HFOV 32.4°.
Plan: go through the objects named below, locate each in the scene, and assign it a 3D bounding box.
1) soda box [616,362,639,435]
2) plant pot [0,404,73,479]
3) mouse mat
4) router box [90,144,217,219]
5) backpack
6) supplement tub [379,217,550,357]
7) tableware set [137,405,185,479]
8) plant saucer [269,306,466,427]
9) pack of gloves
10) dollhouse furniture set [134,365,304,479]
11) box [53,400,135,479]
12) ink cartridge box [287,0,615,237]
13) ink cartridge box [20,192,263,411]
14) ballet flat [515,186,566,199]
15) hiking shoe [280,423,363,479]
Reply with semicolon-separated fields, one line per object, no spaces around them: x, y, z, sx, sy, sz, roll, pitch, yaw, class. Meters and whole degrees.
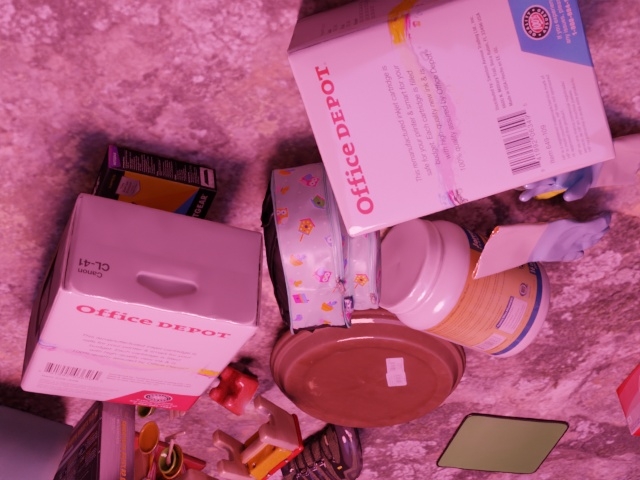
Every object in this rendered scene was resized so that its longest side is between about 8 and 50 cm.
0.554;0.189;1.650;0.083;0.092;0.263;11;132;-18;soda box
-0.509;0.346;1.513;0.235;0.293;0.293;25;128;-9;plant pot
0.300;0.339;1.822;0.189;0.007;0.153;9;133;-16;mouse mat
-0.217;-0.026;1.339;0.133;0.046;0.179;12;133;-21;router box
0.000;0.000;1.313;0.144;0.166;0.188;-10;137;7;backpack
0.180;0.059;1.419;0.199;0.144;0.144;21;128;-28;supplement tub
-0.233;0.284;1.566;0.104;0.154;0.024;-25;146;37;tableware set
0.066;0.187;1.545;0.277;0.041;0.278;0;139;0;plant saucer
0.312;-0.033;1.337;0.232;0.046;0.195;-9;133;-37;pack of gloves
-0.164;0.339;1.619;0.374;0.201;0.152;-42;127;21;dollhouse furniture set
-0.348;0.362;1.613;0.056;0.183;0.231;23;127;-27;box
0.125;-0.158;1.113;0.270;0.197;0.198;-17;110;8;ink cartridge box
-0.219;0.088;1.316;0.226;0.131;0.306;12;148;-19;ink cartridge box
0.217;-0.112;1.305;0.077;0.077;0.231;-34;132;29;ballet flat
-0.003;0.350;1.726;0.114;0.086;0.227;0;136;-14;hiking shoe
